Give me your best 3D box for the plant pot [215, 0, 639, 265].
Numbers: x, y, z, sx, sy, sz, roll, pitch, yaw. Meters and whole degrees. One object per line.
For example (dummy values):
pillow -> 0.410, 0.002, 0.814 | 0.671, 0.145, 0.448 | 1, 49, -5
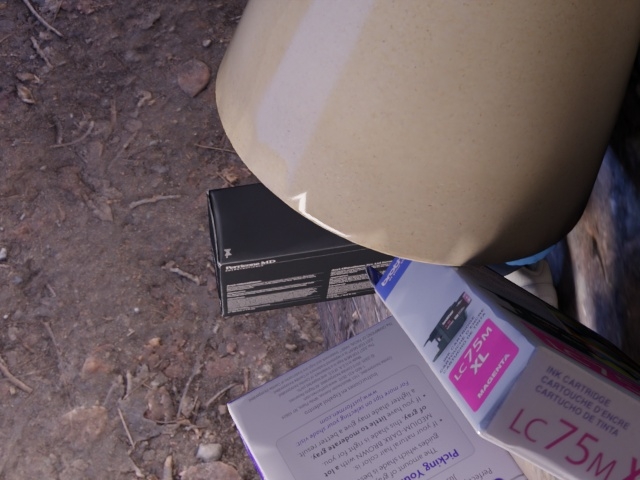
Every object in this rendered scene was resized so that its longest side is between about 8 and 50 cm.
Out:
plant pot -> 0.093, -0.170, 0.673 | 0.274, 0.257, 0.256 | 111, 154, -42

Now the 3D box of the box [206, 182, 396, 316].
box -> 0.000, 0.000, 1.404 | 0.184, 0.261, 0.103 | 101, 159, -69

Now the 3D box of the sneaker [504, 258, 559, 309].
sneaker -> 0.148, 0.044, 1.021 | 0.262, 0.099, 0.121 | -152, 60, -72

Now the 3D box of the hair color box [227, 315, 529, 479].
hair color box -> 0.082, 0.241, 0.952 | 0.339, 0.185, 0.110 | 56, 168, 35

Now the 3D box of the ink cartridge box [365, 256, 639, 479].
ink cartridge box -> 0.141, 0.079, 0.713 | 0.065, 0.186, 0.311 | -59, 14, 5

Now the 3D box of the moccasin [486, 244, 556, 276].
moccasin -> 0.090, -0.131, 0.921 | 0.117, 0.138, 0.341 | 134, 134, -58
